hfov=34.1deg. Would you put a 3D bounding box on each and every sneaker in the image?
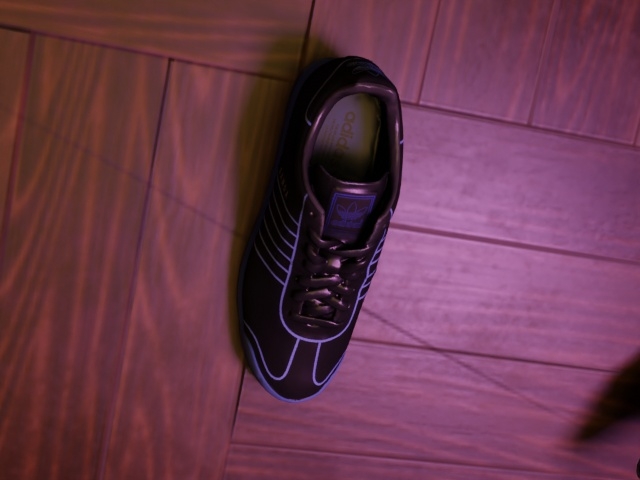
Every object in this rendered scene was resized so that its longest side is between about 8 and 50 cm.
[{"bbox_3d":[0.000,0.000,0.656,0.081,0.090,0.232,5,101,-15],"label":"sneaker"}]

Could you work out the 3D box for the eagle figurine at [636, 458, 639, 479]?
[{"bbox_3d":[0.396,0.141,0.732,0.298,0.226,0.225,-39,153,26],"label":"eagle figurine"}]
